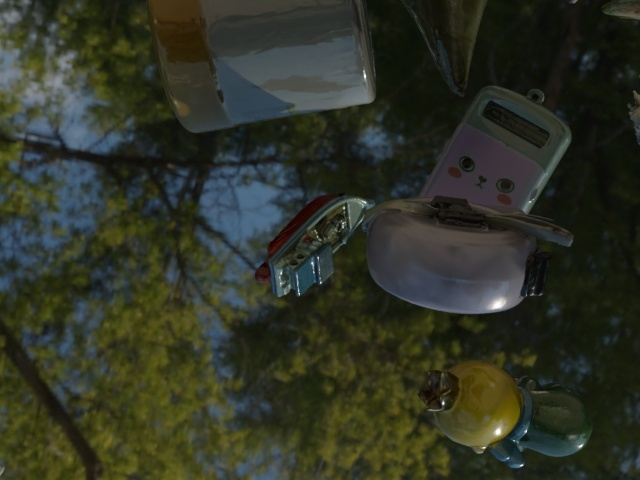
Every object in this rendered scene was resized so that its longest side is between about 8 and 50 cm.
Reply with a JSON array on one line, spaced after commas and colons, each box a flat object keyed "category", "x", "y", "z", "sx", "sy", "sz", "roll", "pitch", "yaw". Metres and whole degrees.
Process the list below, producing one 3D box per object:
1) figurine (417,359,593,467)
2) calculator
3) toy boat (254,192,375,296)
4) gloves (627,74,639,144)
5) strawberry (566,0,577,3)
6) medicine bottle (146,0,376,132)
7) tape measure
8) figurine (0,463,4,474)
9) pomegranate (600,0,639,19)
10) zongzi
[{"category": "figurine", "x": 0.223, "y": 0.214, "z": 1.456, "sx": 0.234, "sy": 0.127, "sz": 0.185, "roll": 8, "pitch": -171, "yaw": -17}, {"category": "calculator", "x": 0.221, "y": -0.088, "z": 1.439, "sx": 0.141, "sy": 0.246, "sz": 0.045, "roll": 34, "pitch": -169, "yaw": 22}, {"category": "toy boat", "x": 0.000, "y": 0.000, "z": 1.245, "sx": 0.058, "sy": 0.069, "sz": 0.173, "roll": 23, "pitch": -131, "yaw": 29}, {"category": "gloves", "x": 0.383, "y": -0.110, "z": 1.134, "sx": 0.153, "sy": 0.070, "sz": 0.114, "roll": 39, "pitch": -122, "yaw": -16}, {"category": "strawberry", "x": 0.137, "y": -0.252, "z": 0.524, "sx": 0.205, "sy": 0.244, "sz": 0.205, "roll": 3, "pitch": -129, "yaw": -4}, {"category": "medicine bottle", "x": -0.063, "y": -0.257, "z": 1.288, "sx": 0.231, "sy": 0.238, "sz": 0.238, "roll": -7, "pitch": -151, "yaw": 6}, {"category": "tape measure", "x": 0.145, "y": 0.005, "z": 1.156, "sx": 0.196, "sy": 0.105, "sz": 0.178, "roll": 5, "pitch": -162, "yaw": -12}, {"category": "figurine", "x": -0.406, "y": 0.320, "z": 1.251, "sx": 0.142, "sy": 0.263, "sz": 0.189, "roll": -18, "pitch": -165, "yaw": 26}, {"category": "pomegranate", "x": 0.484, "y": -0.299, "z": 1.309, "sx": 0.301, "sy": 0.236, "sz": 0.236, "roll": -4, "pitch": -170, "yaw": 40}, {"category": "zongzi", "x": 0.121, "y": -0.422, "z": 1.552, "sx": 0.174, "sy": 0.393, "sz": 0.356, "roll": -2, "pitch": -165, "yaw": -30}]
